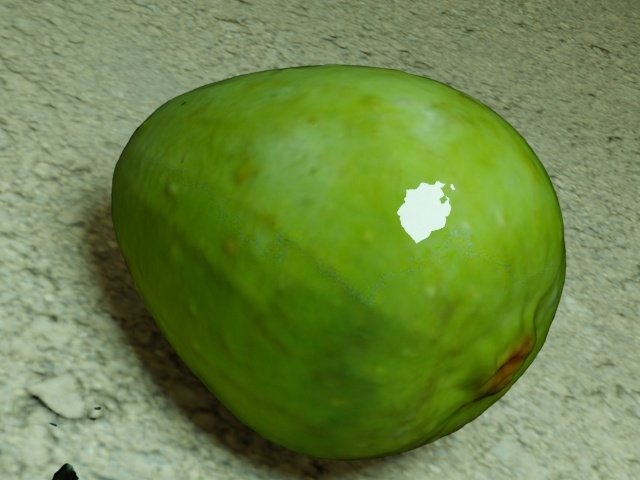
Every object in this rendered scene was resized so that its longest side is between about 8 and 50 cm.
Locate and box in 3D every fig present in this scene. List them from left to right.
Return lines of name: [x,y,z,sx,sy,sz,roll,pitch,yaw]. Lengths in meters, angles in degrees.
fig: [0.000,0.000,0.865,0.326,0.258,0.258,26,25,36]

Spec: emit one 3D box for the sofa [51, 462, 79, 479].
sofa: [-0.181,0.230,0.493,0.258,0.182,0.200,-12,65,-47]
